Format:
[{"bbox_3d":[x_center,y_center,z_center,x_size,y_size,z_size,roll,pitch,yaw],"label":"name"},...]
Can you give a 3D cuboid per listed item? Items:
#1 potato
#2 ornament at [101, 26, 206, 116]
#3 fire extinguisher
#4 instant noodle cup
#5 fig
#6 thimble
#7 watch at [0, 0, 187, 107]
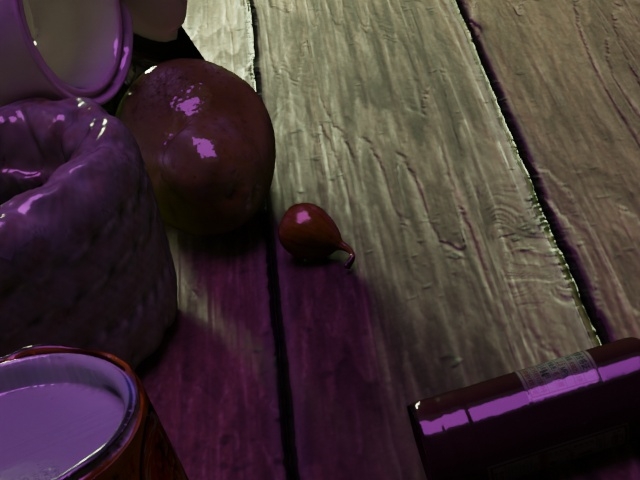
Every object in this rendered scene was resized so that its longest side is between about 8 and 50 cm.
[{"bbox_3d":[-0.113,-0.085,1.378,0.157,0.157,0.194,-22,33,-12],"label":"potato"},{"bbox_3d":[-0.213,-0.105,1.534,0.166,0.153,0.196,0,57,25],"label":"ornament"},{"bbox_3d":[0.177,0.112,1.009,0.231,0.071,0.099,-17,3,-5],"label":"fire extinguisher"},{"bbox_3d":[-0.174,0.182,0.936,0.216,0.172,0.215,-10,30,6],"label":"instant noodle cup"},{"bbox_3d":[0.000,0.000,1.293,0.083,0.050,0.050,31,51,29],"label":"fig"},{"bbox_3d":[-0.281,0.018,1.235,0.292,0.195,0.291,-11,29,6],"label":"thimble"},{"bbox_3d":[-0.267,-0.209,1.373,0.211,0.248,0.217,-5,54,24],"label":"watch"}]
